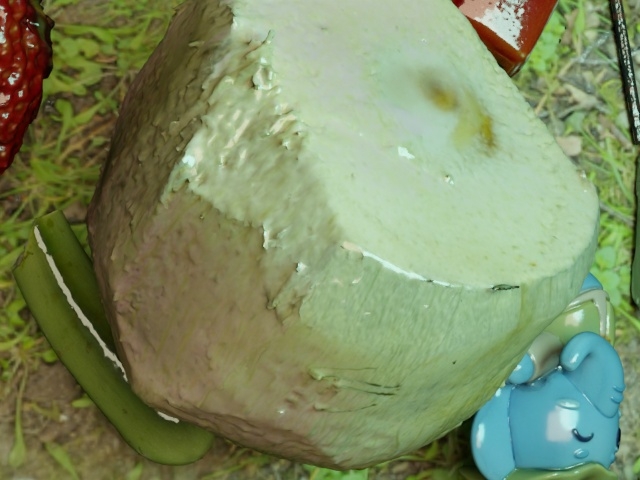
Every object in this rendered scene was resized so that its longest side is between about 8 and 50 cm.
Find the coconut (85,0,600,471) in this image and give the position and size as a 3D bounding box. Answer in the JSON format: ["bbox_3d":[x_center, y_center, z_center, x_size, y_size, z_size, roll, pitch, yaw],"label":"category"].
[{"bbox_3d":[0.000,0.000,1.161,0.404,0.404,0.405,2,84,-15],"label":"coconut"}]

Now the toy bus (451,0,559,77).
[{"bbox_3d":[0.191,-0.278,1.347,0.121,0.120,0.265,32,78,-11],"label":"toy bus"}]

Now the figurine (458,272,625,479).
[{"bbox_3d":[0.197,0.136,1.286,0.153,0.180,0.262,-5,91,14],"label":"figurine"}]

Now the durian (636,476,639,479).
[{"bbox_3d":[0.352,0.301,1.321,0.237,0.138,0.193,-32,93,-16],"label":"durian"}]

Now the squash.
[{"bbox_3d":[-0.181,0.091,1.235,0.083,0.083,0.250,-38,91,-15],"label":"squash"}]

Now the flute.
[{"bbox_3d":[0.298,-0.228,1.426,0.014,0.014,0.270,-8,86,-16],"label":"flute"}]

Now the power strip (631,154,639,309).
[{"bbox_3d":[0.330,-0.019,1.395,0.030,0.047,0.191,6,83,-19],"label":"power strip"}]

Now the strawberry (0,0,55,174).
[{"bbox_3d":[-0.347,-0.143,1.123,0.250,0.238,0.288,44,51,3],"label":"strawberry"}]
